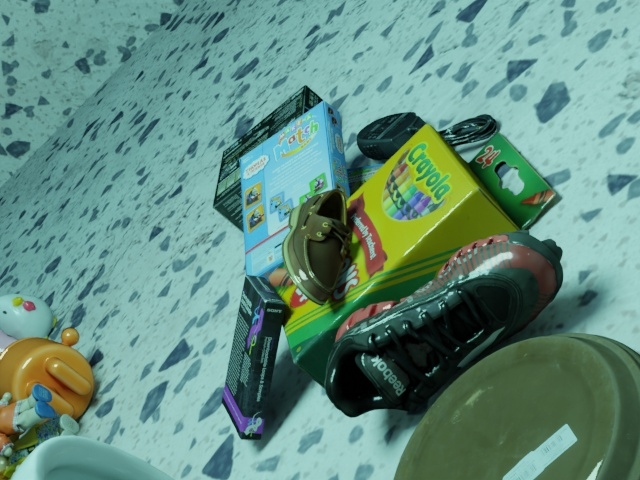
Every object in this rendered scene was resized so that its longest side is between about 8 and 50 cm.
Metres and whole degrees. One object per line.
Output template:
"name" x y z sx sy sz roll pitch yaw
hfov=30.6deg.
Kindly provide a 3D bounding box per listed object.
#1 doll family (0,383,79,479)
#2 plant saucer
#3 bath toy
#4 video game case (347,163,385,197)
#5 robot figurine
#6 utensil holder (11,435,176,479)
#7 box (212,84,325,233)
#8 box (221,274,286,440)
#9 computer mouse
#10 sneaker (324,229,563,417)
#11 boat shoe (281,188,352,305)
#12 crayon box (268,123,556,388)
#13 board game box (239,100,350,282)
"doll family" -0.408 0.339 1.614 0.163 0.118 0.263 -30 48 23
"plant saucer" 0.157 0.185 0.965 0.278 0.041 0.278 -37 27 22
"bath toy" -0.555 0.217 1.976 0.151 0.129 0.348 -30 30 35
"video game case" 0.028 -0.028 1.506 0.119 0.015 0.166 -3 51 58
"robot figurine" -0.419 0.210 1.765 0.219 0.128 0.158 3 93 59
"utensil holder" -0.218 0.409 0.934 0.385 0.327 0.327 -50 25 4
"box" -0.062 -0.116 1.701 0.180 0.077 0.147 -36 28 26
"box" -0.077 0.131 1.332 0.116 0.029 0.162 -138 56 -70
"computer mouse" 0.132 -0.127 1.463 0.071 0.041 0.242 -41 25 -26
"sneaker" 0.106 0.088 1.086 0.276 0.098 0.135 -33 10 35
"boat shoe" 0.000 0.000 1.259 0.060 0.064 0.178 -40 23 23
"crayon box" 0.089 0.000 1.287 0.318 0.081 0.202 -44 25 9
"board game box" -0.034 -0.058 1.516 0.160 0.039 0.211 -31 47 30
